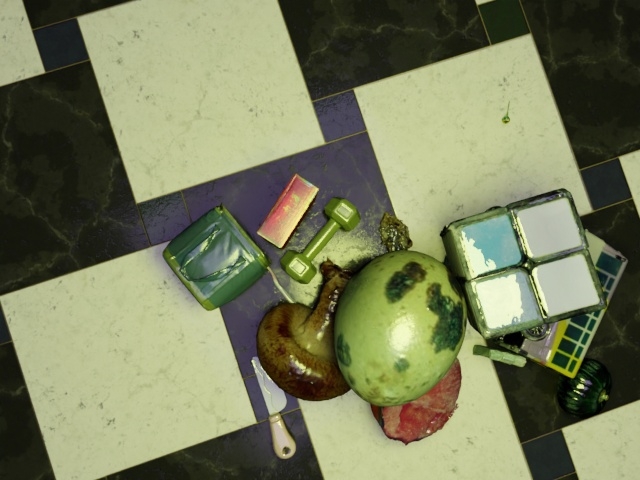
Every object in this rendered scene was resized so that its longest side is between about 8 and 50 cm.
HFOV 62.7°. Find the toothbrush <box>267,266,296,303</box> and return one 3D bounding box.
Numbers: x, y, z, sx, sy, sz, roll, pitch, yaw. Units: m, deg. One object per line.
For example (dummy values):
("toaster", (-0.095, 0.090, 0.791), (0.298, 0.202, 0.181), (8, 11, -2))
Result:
("toothbrush", (-0.130, 0.150, 1.712), (0.027, 0.021, 0.269), (-41, 89, 8))

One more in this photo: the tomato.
("tomato", (0.281, 0.457, 1.649), (0.290, 0.176, 0.334), (11, 86, -23))

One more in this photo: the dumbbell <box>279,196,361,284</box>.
("dumbbell", (0.000, 0.000, 1.682), (0.121, 0.108, 0.302), (40, 86, -1))

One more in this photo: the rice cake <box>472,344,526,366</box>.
("rice cake", (0.556, 0.360, 1.643), (0.124, 0.211, 0.038), (13, 83, -2))

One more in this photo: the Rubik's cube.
("Rubik's cube", (0.526, 0.068, 1.424), (0.318, 0.316, 0.313), (-17, 83, 9))

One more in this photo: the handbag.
("handbag", (-0.315, 0.053, 1.607), (0.241, 0.222, 0.263), (-38, 86, -4))

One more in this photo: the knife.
("knife", (-0.146, 0.530, 1.685), (0.081, 0.043, 0.336), (-15, 86, -9))

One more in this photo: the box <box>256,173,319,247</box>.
("box", (-0.098, -0.075, 1.578), (0.089, 0.313, 0.197), (32, 86, -1))

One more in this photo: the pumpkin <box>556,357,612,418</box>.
("pumpkin", (0.842, 0.471, 1.670), (0.202, 0.140, 0.202), (-16, 118, -34))

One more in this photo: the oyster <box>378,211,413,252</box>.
("oyster", (0.244, -0.025, 1.727), (0.103, 0.051, 0.148), (-32, 79, -11))

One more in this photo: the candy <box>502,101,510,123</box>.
("candy", (0.635, -0.436, 1.785), (0.023, 0.025, 0.083), (17, 76, -30))

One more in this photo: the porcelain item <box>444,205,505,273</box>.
("porcelain item", (0.511, 0.007, 1.687), (0.138, 0.186, 0.288), (37, 98, 1))

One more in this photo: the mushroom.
("mushroom", (0.007, 0.296, 1.567), (0.356, 0.334, 0.331), (-37, 102, 22))

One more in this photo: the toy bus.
("toy bus", (0.764, 0.186, 1.663), (0.249, 0.209, 0.440), (27, 86, -1))

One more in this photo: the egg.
("egg", (0.204, 0.227, 1.398), (0.345, 0.345, 0.428), (33, 63, -1))
